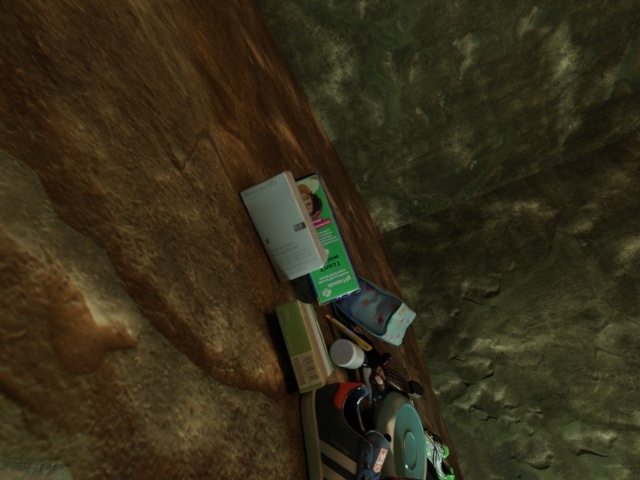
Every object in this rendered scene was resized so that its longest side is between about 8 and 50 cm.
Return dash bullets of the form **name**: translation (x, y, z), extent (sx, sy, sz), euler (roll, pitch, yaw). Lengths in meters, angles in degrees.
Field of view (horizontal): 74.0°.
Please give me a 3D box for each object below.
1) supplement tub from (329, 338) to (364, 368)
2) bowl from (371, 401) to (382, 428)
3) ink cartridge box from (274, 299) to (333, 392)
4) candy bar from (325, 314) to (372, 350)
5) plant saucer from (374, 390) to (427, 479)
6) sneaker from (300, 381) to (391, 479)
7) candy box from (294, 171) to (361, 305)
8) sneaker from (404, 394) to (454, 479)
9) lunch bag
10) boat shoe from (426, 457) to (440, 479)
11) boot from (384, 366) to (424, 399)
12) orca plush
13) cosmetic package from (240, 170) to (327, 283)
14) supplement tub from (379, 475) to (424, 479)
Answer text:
- **supplement tub**: translation (0.074, 0.309, 1.150), extent (0.107, 0.070, 0.071), euler (46, 25, -60)
- **bowl**: translation (0.199, 0.561, 1.290), extent (0.142, 0.053, 0.142), euler (14, 56, -75)
- **ink cartridge box**: translation (-0.029, 0.219, 0.915), extent (0.235, 0.056, 0.171), euler (69, 2, -78)
- **candy bar**: translation (0.080, 0.263, 1.209), extent (0.161, 0.018, 0.040), euler (34, -2, 20)
- **plant saucer**: translation (0.237, 0.593, 1.197), extent (0.317, 0.043, 0.318), euler (33, 50, -51)
- **sneaker**: translation (0.066, 0.420, 0.751), extent (0.131, 0.148, 0.350), euler (49, 22, -55)
- **candy box**: translation (0.000, 0.000, 1.166), extent (0.268, 0.122, 0.317), euler (49, 19, -87)
- **sneaker**: translation (0.375, 0.721, 1.541), extent (0.344, 0.146, 0.134), euler (67, 13, 0)
- **lunch bag**: translation (0.150, 0.216, 1.383), extent (0.262, 0.160, 0.223), euler (27, -7, 28)
- **boat shoe**: translation (0.315, 0.762, 1.273), extent (0.302, 0.114, 0.091), euler (-75, 166, -87)
- **boot**: translation (0.279, 0.561, 1.610), extent (0.219, 0.106, 0.082), euler (32, 30, -18)
- **orca plush**: translation (0.162, 0.364, 1.278), extent (0.287, 0.102, 0.151), euler (-120, -157, -74)
- **cosmetic package**: translation (-0.081, -0.033, 0.978), extent (0.085, 0.117, 0.231), euler (-59, 125, -76)
- **supplement tub**: translation (0.216, 0.628, 1.018), extent (0.197, 0.106, 0.106), euler (32, 34, -40)
